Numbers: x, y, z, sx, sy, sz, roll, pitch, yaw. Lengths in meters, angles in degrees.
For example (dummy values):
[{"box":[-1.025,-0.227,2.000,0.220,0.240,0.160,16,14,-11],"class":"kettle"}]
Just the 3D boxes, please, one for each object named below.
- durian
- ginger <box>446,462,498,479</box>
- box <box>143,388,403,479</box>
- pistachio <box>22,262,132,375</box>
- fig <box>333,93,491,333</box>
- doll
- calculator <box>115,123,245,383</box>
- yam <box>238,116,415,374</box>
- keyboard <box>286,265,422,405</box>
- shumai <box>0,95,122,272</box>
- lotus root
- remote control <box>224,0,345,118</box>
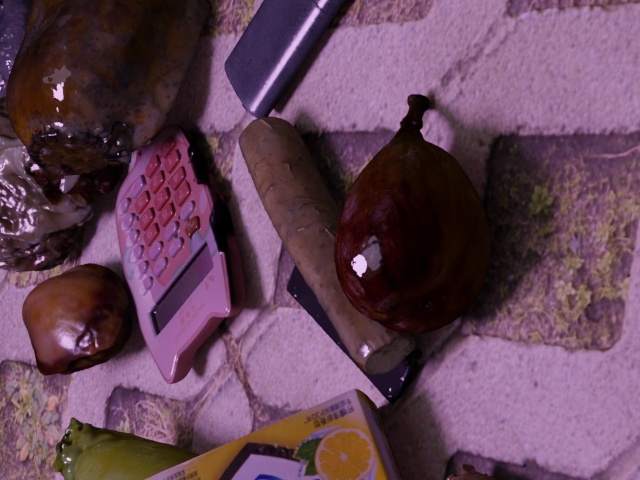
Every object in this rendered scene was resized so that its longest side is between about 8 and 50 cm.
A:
[{"box":[-0.189,0.363,1.842,0.340,0.204,0.255,9,63,29],"class":"durian"},{"box":[0.137,0.329,1.555,0.104,0.080,0.204,31,109,41],"class":"ginger"},{"box":[-0.040,0.287,1.659,0.265,0.097,0.168,-23,64,9],"class":"box"},{"box":[-0.320,0.111,2.092,0.210,0.130,0.165,11,77,55],"class":"pistachio"},{"box":[0.097,-0.042,1.598,0.145,0.170,0.274,-19,52,34],"class":"fig"},{"box":[-0.477,-0.373,2.267,0.246,0.158,0.340,-27,56,57],"class":"doll"},{"box":[-0.185,0.004,2.004,0.220,0.048,0.329,-50,49,38],"class":"calculator"},{"box":[0.000,0.000,1.733,0.083,0.083,0.371,-57,42,31],"class":"yam"},{"box":[0.035,0.089,1.745,0.231,0.023,0.072,45,125,42],"class":"keyboard"},{"box":[-0.397,-0.089,2.157,0.218,0.189,0.255,-13,82,51],"class":"shumai"},{"box":[-0.315,-0.223,2.008,0.267,0.149,0.260,2,64,41],"class":"lotus root"},{"box":[0.002,-0.309,1.798,0.377,0.044,0.107,-55,44,32],"class":"remote control"}]
